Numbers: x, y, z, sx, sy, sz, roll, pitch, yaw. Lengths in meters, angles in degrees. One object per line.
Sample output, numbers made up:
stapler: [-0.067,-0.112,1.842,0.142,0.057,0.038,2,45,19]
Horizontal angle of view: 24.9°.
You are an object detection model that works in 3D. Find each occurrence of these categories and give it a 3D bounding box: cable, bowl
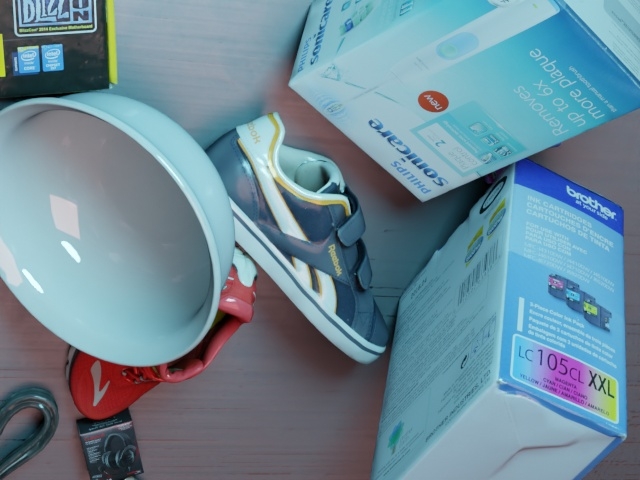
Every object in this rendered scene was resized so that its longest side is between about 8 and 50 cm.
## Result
cable: [-0.391,0.286,1.631,0.139,0.072,0.287,20,96,-8]
bowl: [-0.194,-0.031,1.443,0.134,0.297,0.298,-44,134,-47]

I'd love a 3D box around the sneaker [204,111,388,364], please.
sneaker: [0.000,0.000,1.564,0.127,0.126,0.321,-38,120,8]

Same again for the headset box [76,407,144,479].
headset box: [-0.240,0.232,1.651,0.062,0.032,0.083,-14,120,-12]

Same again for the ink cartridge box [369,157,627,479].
ink cartridge box: [0.191,0.102,1.537,0.151,0.396,0.270,25,132,-13]

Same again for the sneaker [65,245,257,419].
sneaker: [-0.176,0.113,1.548,0.107,0.118,0.279,33,119,-30]

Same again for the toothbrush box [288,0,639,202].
toothbrush box: [0.151,-0.188,1.439,0.295,0.126,0.216,-22,131,39]

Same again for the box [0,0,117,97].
box: [-0.357,-0.258,1.346,0.321,0.079,0.257,-6,119,-16]

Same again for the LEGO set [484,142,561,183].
LEGO set: [0.237,-0.158,1.583,0.087,0.093,0.227,-10,118,-14]

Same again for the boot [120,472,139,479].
boot: [-0.210,0.304,1.693,0.118,0.042,0.087,-25,118,-6]
